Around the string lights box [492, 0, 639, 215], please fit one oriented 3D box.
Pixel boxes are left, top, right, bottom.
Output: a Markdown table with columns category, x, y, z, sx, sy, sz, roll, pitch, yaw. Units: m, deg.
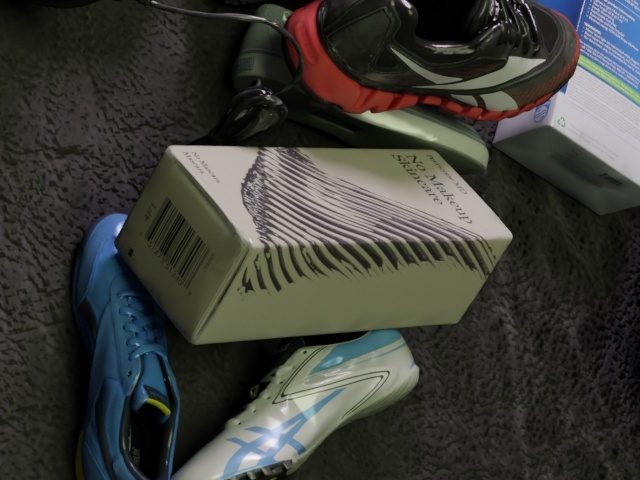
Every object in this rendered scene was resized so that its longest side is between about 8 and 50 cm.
| category | x | y | z | sx | sy | sz | roll | pitch | yaw |
| --- | --- | --- | --- | --- | --- | --- | --- | --- | --- |
| string lights box | 0.246 | -0.169 | 1.693 | 0.133 | 0.077 | 0.259 | 31 | 63 | -28 |

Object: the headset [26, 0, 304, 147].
| category | x | y | z | sx | sy | sz | roll | pitch | yaw |
| --- | --- | --- | --- | --- | --- | --- | --- | --- | --- |
| headset | -0.155 | -0.230 | 1.402 | 0.243 | 0.185 | 0.394 | -31 | 83 | -41 |

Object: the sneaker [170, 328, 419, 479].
| category | x | y | z | sx | sy | sz | roll | pitch | yaw |
| --- | --- | --- | --- | --- | --- | --- | --- | --- | --- |
| sneaker | -0.029 | 0.124 | 1.426 | 0.237 | 0.085 | 0.086 | -32 | 79 | -38 |

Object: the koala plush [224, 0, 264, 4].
| category | x | y | z | sx | sy | sz | roll | pitch | yaw |
| --- | --- | --- | --- | --- | --- | --- | --- | --- | --- |
| koala plush | 0.029 | -0.302 | 1.507 | 0.196 | 0.203 | 0.221 | 9 | 63 | -35 |

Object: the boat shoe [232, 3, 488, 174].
| category | x | y | z | sx | sy | sz | roll | pitch | yaw |
| --- | --- | --- | --- | --- | --- | --- | --- | --- | --- |
| boat shoe | 0.040 | -0.117 | 1.527 | 0.227 | 0.079 | 0.081 | 22 | 71 | -28 |

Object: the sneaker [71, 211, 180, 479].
| category | x | y | z | sx | sy | sz | roll | pitch | yaw |
| --- | --- | --- | --- | --- | --- | --- | --- | --- | --- |
| sneaker | -0.124 | 0.079 | 1.360 | 0.069 | 0.082 | 0.209 | 8 | 73 | -33 |

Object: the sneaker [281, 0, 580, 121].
| category | x | y | z | sx | sy | sz | roll | pitch | yaw |
| --- | --- | --- | --- | --- | --- | --- | --- | --- | --- |
| sneaker | 0.109 | -0.153 | 1.467 | 0.276 | 0.135 | 0.097 | -2 | 65 | -41 |

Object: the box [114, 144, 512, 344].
| category | x | y | z | sx | sy | sz | roll | pitch | yaw |
| --- | --- | --- | --- | --- | --- | --- | --- | --- | --- |
| box | 0.000 | 0.000 | 1.409 | 0.275 | 0.094 | 0.113 | -4 | 44 | -47 |
